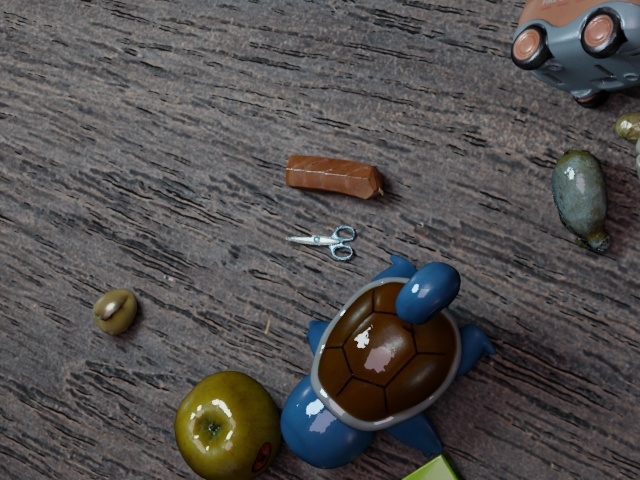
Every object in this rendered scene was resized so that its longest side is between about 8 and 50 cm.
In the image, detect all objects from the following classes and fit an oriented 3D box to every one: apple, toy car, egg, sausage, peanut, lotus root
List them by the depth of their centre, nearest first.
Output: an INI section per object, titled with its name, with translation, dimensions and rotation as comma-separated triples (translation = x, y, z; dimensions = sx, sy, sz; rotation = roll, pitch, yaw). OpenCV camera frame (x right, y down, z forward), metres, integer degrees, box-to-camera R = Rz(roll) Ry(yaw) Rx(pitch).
[toy car]
translation = 0.420, -0.329, 1.804
dimensions = 0.270, 0.180, 0.213
rotation = -3, 70, 49
[peanut]
translation = 0.501, -0.170, 1.846
dimensions = 0.113, 0.054, 0.054
rotation = 0, 84, 19
[lotus root]
translation = 0.395, -0.062, 1.857
dimensions = 0.088, 0.088, 0.165
rotation = -10, 90, 18
[apple]
translation = -0.150, 0.302, 1.966
dimensions = 0.182, 0.155, 0.183
rotation = -2, 84, 22
[sausage]
translation = 0.030, -0.103, 1.998
dimensions = 0.169, 0.065, 0.065
rotation = 9, 87, 20
[egg]
translation = -0.351, 0.120, 2.106
dimensions = 0.083, 0.071, 0.071
rotation = -43, 71, -5

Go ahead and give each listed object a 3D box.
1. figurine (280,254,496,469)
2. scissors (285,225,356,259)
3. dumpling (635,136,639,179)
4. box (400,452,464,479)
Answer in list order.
[figurine]
translation = 0.114, 0.180, 1.878
dimensions = 0.298, 0.243, 0.416
rotation = 42, 119, 10
[scissors]
translation = 0.000, 0.000, 2.023
dimensions = 0.119, 0.014, 0.058
rotation = 6, 82, 17
[dumpling]
translation = 0.558, -0.064, 1.778
dimensions = 0.172, 0.142, 0.247
rotation = -27, 89, -17
[box]
translation = 0.204, 0.517, 1.874
dimensions = 0.187, 0.047, 0.335
rotation = -35, 73, 12
